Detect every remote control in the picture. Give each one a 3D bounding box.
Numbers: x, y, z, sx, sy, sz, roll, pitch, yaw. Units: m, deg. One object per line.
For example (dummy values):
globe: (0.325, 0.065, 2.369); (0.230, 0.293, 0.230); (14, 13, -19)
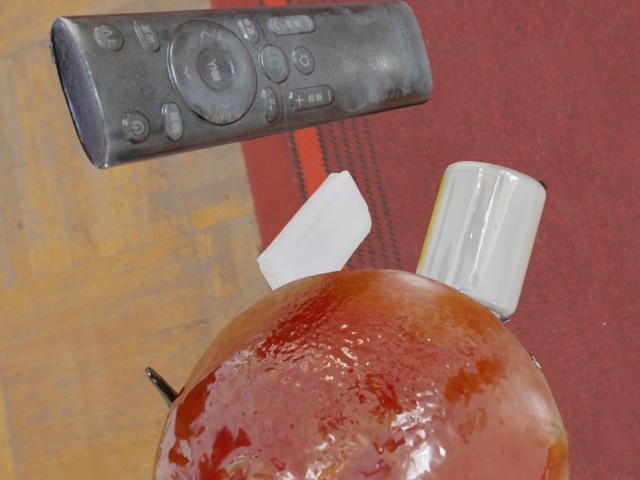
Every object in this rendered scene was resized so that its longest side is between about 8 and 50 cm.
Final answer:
remote control: (-0.035, -0.143, 0.657); (0.044, 0.378, 0.107); (-19, 90, 45)

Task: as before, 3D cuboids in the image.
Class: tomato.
tomato: (-0.001, 0.168, 0.503); (0.309, 0.170, 0.308); (2, 94, 29)

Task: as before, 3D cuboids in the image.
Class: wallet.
wallet: (0.000, 0.000, 0.922); (0.033, 0.190, 0.095); (-3, 124, 38)

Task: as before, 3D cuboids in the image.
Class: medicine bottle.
medicine bottle: (0.205, 0.034, 1.065); (0.144, 0.143, 0.257); (13, 82, 20)
